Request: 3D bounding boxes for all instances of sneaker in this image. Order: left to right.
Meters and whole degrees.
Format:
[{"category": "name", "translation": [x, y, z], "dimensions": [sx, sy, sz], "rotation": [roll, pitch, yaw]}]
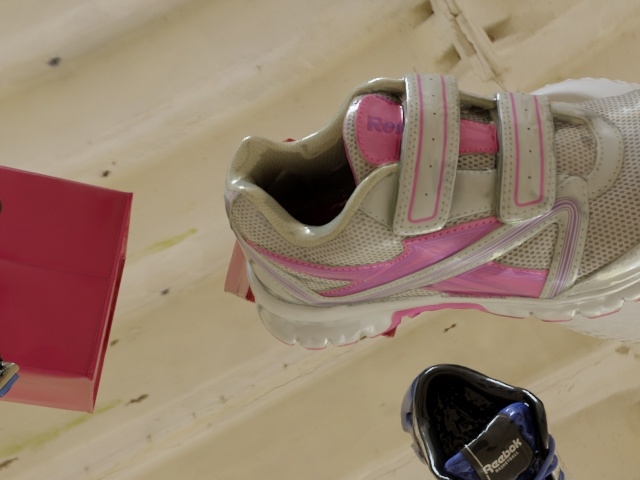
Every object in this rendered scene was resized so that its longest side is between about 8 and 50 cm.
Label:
[{"category": "sneaker", "translation": [0.062, -0.022, 0.359], "dimensions": [0.252, 0.111, 0.103], "rotation": [-16, -131, 17]}, {"category": "sneaker", "translation": [0.168, 0.227, 0.658], "dimensions": [0.127, 0.182, 0.315], "rotation": [-37, -114, -3]}]

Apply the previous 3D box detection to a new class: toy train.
[{"category": "toy train", "translation": [-0.269, 0.099, 0.579], "dimensions": [0.158, 0.027, 0.036], "rotation": [-6, -53, 43]}]

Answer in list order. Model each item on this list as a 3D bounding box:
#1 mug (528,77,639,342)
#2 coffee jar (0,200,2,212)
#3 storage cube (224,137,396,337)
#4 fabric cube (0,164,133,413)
[{"category": "mug", "translation": [0.346, -0.024, 0.819], "dimensions": [0.374, 0.328, 0.276], "rotation": [15, -91, 38]}, {"category": "coffee jar", "translation": [-0.400, -0.003, 0.756], "dimensions": [0.079, 0.184, 0.096], "rotation": [-2, -50, 22]}, {"category": "storage cube", "translation": [0.000, 0.000, 0.977], "dimensions": [0.214, 0.183, 0.193], "rotation": [15, -94, -16]}, {"category": "fabric cube", "translation": [-0.404, 0.067, 1.029], "dimensions": [0.258, 0.254, 0.259], "rotation": [11, -115, -11]}]
